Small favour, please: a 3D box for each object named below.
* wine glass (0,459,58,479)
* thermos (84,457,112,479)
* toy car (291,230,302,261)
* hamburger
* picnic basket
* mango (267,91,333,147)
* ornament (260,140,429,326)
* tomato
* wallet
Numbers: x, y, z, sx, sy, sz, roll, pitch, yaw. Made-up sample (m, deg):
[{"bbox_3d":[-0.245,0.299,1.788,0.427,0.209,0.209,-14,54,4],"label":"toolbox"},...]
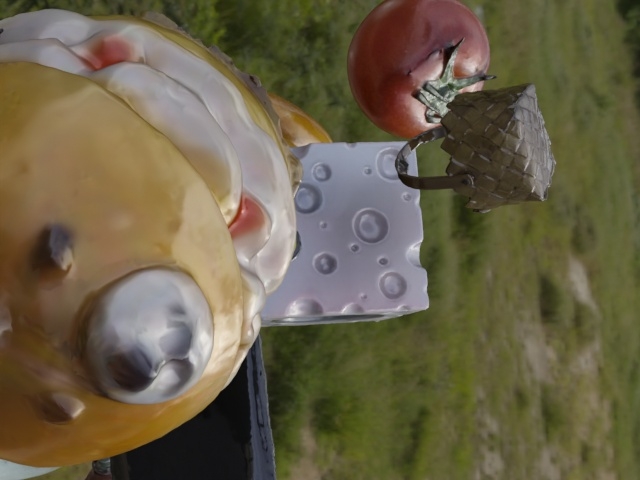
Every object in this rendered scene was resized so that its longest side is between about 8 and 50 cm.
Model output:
[{"bbox_3d":[-0.295,0.173,0.897,0.204,0.111,0.111,-8,91,-22],"label":"wine glass"},{"bbox_3d":[-0.243,0.348,1.175,0.124,0.098,0.232,-103,-173,-53],"label":"thermos"},{"bbox_3d":[-0.113,0.010,1.083,0.161,0.126,0.098,-34,99,-24],"label":"toy car"},{"bbox_3d":[-0.157,0.009,0.551,0.237,0.276,0.276,-61,136,-61],"label":"hamburger"},{"bbox_3d":[0.174,-0.101,1.099,0.138,0.178,0.128,66,31,-27],"label":"picnic basket"},{"bbox_3d":[-0.061,-0.188,1.607,0.217,0.141,0.102,24,73,-31],"label":"mango"},{"bbox_3d":[0.000,0.000,1.366,0.239,0.239,0.240,143,-56,-74],"label":"ornament"},{"bbox_3d":[0.170,-0.307,1.635,0.256,0.256,0.224,27,24,-56],"label":"tomato"},{"bbox_3d":[-0.092,0.193,0.689,0.030,0.146,0.285,22,57,-64],"label":"wallet"}]
